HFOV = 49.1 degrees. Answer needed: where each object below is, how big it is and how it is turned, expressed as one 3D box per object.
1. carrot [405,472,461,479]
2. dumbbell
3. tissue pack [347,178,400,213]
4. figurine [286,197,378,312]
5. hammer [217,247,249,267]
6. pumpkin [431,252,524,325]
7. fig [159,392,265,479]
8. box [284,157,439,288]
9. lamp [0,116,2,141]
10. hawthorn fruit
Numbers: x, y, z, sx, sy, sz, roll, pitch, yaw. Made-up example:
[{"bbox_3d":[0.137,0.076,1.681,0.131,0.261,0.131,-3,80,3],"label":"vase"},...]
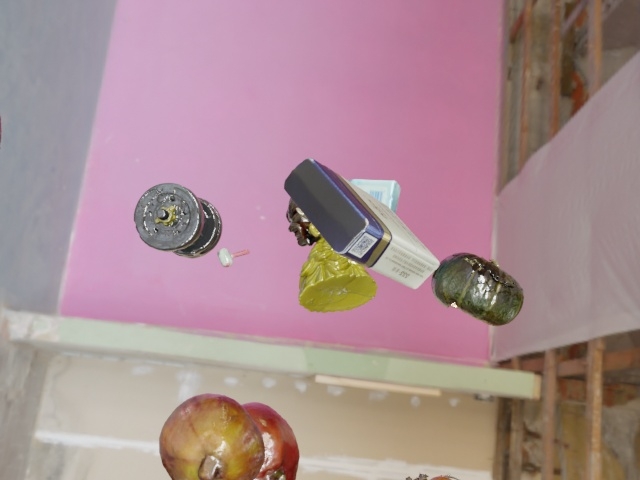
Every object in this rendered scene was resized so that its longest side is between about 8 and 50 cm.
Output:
[{"bbox_3d":[0.402,0.875,2.282,0.214,0.331,0.193,-57,147,-2],"label":"carrot"},{"bbox_3d":[-0.387,-0.049,1.944,0.388,0.185,0.185,51,47,-82],"label":"dumbbell"},{"bbox_3d":[0.162,-0.071,2.357,0.089,0.177,0.263,41,56,-64],"label":"tissue pack"},{"bbox_3d":[0.002,-0.003,1.654,0.168,0.187,0.315,101,-24,-54],"label":"figurine"},{"bbox_3d":[-0.219,0.037,1.789,0.053,0.083,0.031,64,-26,19],"label":"hammer"},{"bbox_3d":[0.399,0.118,1.775,0.238,0.238,0.159,164,-53,-86],"label":"pumpkin"},{"bbox_3d":[-0.227,0.445,1.492,0.263,0.224,0.224,-12,-113,52],"label":"fig"},{"bbox_3d":[0.070,-0.021,1.098,0.071,0.259,0.168,-48,-125,14],"label":"box"},{"bbox_3d":[-0.831,-0.215,1.695,0.101,0.101,0.250,-106,-145,-81],"label":"lamp"},{"bbox_3d":[-0.172,0.556,1.807,0.307,0.265,0.265,0,-99,55],"label":"hawthorn fruit"}]
